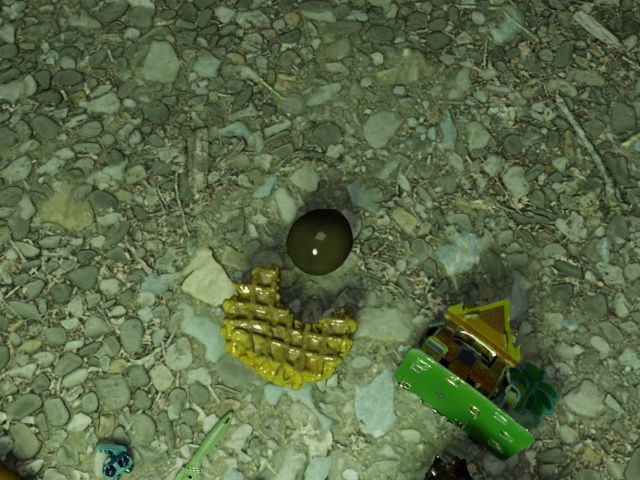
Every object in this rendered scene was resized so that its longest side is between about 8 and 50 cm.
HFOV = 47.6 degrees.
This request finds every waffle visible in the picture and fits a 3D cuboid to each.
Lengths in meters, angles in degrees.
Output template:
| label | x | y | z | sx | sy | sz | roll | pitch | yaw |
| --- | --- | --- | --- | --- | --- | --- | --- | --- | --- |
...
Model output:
| label | x | y | z | sx | sy | sz | roll | pitch | yaw |
| --- | --- | --- | --- | --- | --- | --- | --- | --- | --- |
| waffle | -0.080 | 0.216 | 1.782 | 0.324 | 0.151 | 0.261 | 29 | 73 | 14 |

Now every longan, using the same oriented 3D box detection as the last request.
| label | x | y | z | sx | sy | sz | roll | pitch | yaw |
| --- | --- | --- | --- | --- | --- | --- | --- | --- | --- |
| longan | 0.000 | 0.000 | 1.880 | 0.167 | 0.167 | 0.187 | 27 | 46 | 9 |

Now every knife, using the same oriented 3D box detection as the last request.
| label | x | y | z | sx | sy | sz | roll | pitch | yaw |
| --- | --- | --- | --- | --- | --- | --- | --- | --- | --- |
| knife | -0.294 | 0.526 | 1.703 | 0.043 | 0.020 | 0.293 | 35 | 70 | 11 |

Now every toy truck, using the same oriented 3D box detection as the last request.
| label | x | y | z | sx | sy | sz | roll | pitch | yaw |
| --- | --- | --- | --- | --- | --- | --- | --- | --- | --- |
| toy truck | -0.483 | 0.507 | 1.688 | 0.073 | 0.056 | 0.090 | -33 | 58 | -20 |

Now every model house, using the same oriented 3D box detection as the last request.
| label | x | y | z | sx | sy | sz | roll | pitch | yaw |
| --- | --- | --- | --- | --- | --- | --- | --- | --- | --- |
| model house | 0.413 | 0.294 | 1.725 | 0.358 | 0.242 | 0.313 | 36 | 66 | 14 |

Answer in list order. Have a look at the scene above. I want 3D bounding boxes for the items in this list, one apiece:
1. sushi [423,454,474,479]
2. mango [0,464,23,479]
| label | x | y | z | sx | sy | sz | roll | pitch | yaw |
| --- | --- | --- | --- | --- | --- | --- | --- | --- | --- |
| sushi | 0.279 | 0.646 | 1.536 | 0.294 | 0.281 | 0.299 | 44 | 57 | 16 |
| mango | -0.789 | 0.593 | 1.549 | 0.378 | 0.221 | 0.264 | 9 | 61 | -10 |
